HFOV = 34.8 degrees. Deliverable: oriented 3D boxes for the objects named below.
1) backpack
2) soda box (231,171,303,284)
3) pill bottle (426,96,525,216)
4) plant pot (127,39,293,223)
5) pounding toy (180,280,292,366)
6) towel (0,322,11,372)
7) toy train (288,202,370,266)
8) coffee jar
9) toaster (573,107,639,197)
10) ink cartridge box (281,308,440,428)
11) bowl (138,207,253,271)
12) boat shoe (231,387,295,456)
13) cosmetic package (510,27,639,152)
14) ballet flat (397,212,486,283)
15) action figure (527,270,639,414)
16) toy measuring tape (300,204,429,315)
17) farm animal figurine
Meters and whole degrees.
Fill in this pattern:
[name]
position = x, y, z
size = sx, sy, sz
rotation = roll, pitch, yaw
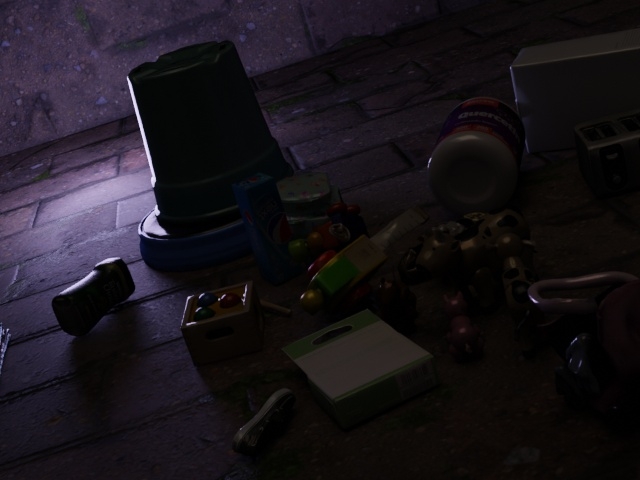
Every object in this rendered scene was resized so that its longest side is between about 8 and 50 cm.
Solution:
[backpack]
position = -0.044, -0.055, 2.153
size = 0.188, 0.144, 0.166
rotation = -18, 27, 5
[soda box]
position = -0.104, -0.023, 2.024
size = 0.067, 0.210, 0.071
rotation = -27, 23, -22
[pill bottle]
position = 0.333, -0.189, 2.140
size = 0.181, 0.182, 0.323
rotation = -9, 24, 19
[plant pot]
position = -0.268, -0.262, 2.344
size = 0.341, 0.334, 0.341
rotation = -14, 22, 6
[pounding toy]
position = -0.149, 0.121, 1.873
size = 0.181, 0.094, 0.206
rotation = -15, 23, 6
[towel]
position = -0.811, 0.286, 2.035
size = 0.370, 0.040, 0.271
rotation = -19, 21, -4
[toy train]
position = 0.000, 0.000, 1.954
size = 0.143, 0.105, 0.248
rotation = -23, -8, 18
[coffee jar]
position = -0.464, 0.113, 2.116
size = 0.079, 0.096, 0.184
rotation = -4, 26, 32
[toaster]
position = 0.599, -0.178, 2.018
size = 0.168, 0.110, 0.186
rotation = -13, 22, 7
[ink cartridge box]
position = 0.057, 0.195, 1.602
size = 0.171, 0.056, 0.235
rotation = -23, 20, -16
[bowl]
position = -0.237, -0.054, 2.372
size = 0.390, 0.077, 0.391
rotation = -14, 22, 6
[boat shoe]
position = -0.076, 0.275, 1.529
size = 0.040, 0.049, 0.142
rotation = 20, 40, 27
[cosmetic package]
position = 0.628, -0.332, 2.229
size = 0.384, 0.217, 0.156
rotation = -2, 27, 27
[ballet flat]
position = 0.237, 0.001, 1.924
size = 0.249, 0.058, 0.084
rotation = -31, 26, -30
[action figure]
position = 0.460, 0.070, 1.356
size = 0.370, 0.276, 0.248
rotation = -34, 18, -6
[toy measuring tape]
position = 0.074, 0.046, 1.861
size = 0.121, 0.121, 0.330
rotation = 6, 32, 44
[farm animal figurine]
position = 0.251, 0.041, 1.667
size = 0.330, 0.172, 0.326
rotation = 2, 29, 39
